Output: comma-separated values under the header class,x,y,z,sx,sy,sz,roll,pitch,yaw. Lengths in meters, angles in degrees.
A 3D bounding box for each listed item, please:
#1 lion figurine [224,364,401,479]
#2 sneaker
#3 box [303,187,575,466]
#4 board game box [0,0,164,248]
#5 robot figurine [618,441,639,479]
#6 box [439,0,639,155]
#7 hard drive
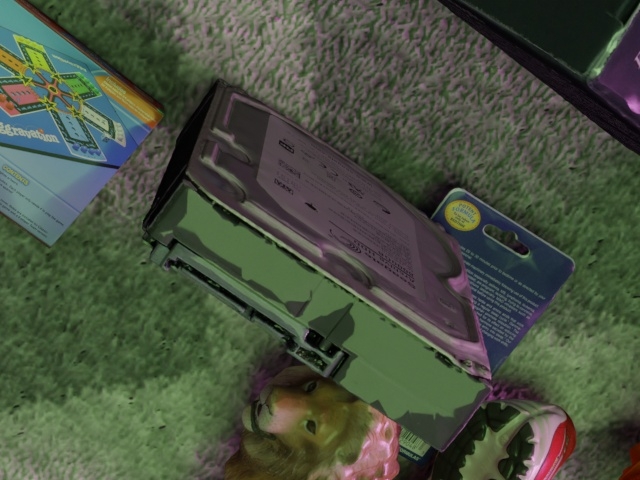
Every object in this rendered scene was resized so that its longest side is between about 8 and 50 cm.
class,x,y,z,sx,sy,sz,roll,pitch,yaw
lion figurine,-0.014,0.301,1.325,0.240,0.142,0.392,-18,78,26
sneaker,0.129,0.248,1.437,0.118,0.107,0.279,1,133,-50
box,0.095,0.069,1.390,0.136,0.036,0.225,31,106,-19
board game box,-0.272,-0.129,1.257,0.281,0.027,0.145,38,103,-21
robot figurine,0.408,0.227,1.376,0.291,0.085,0.211,23,140,-11
box,0.276,-0.198,1.111,0.293,0.212,0.395,-55,141,6
hard drive,0.000,0.000,1.164,0.237,0.339,0.064,34,104,-8
